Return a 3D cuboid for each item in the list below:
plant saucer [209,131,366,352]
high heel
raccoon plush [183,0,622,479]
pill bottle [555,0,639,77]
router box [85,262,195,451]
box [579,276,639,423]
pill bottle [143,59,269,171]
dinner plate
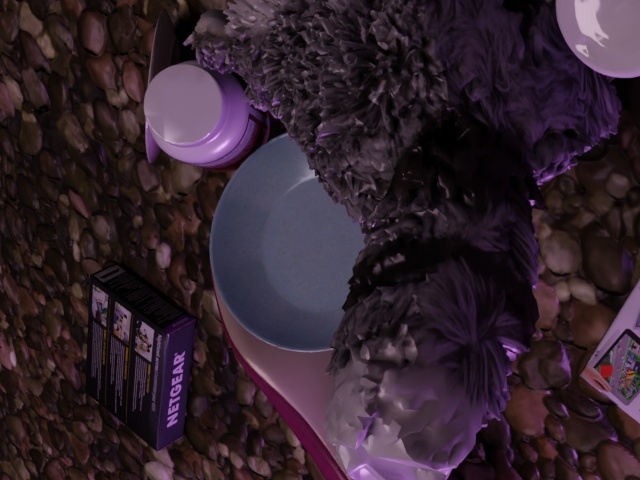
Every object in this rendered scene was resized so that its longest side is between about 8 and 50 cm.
[{"bbox_3d":[0.000,0.000,0.917,0.194,0.037,0.195,-5,76,22],"label":"plant saucer"},{"bbox_3d":[0.010,0.142,0.989,0.377,0.127,0.181,60,171,26],"label":"high heel"},{"bbox_3d":[-0.006,-0.061,0.694,0.299,0.446,0.216,-19,122,47],"label":"raccoon plush"},{"bbox_3d":[0.202,-0.146,0.619,0.078,0.137,0.078,22,125,36],"label":"pill bottle"},{"bbox_3d":[-0.209,0.134,1.230,0.133,0.046,0.179,33,130,29],"label":"router box"},{"bbox_3d":[0.268,0.052,0.727,0.114,0.036,0.207,40,133,23],"label":"box"},{"bbox_3d":[-0.097,-0.105,0.915,0.086,0.152,0.086,0,89,8],"label":"pill bottle"},{"bbox_3d":[-0.143,-0.140,0.989,0.017,0.141,0.141,6,122,-4],"label":"dinner plate"}]
